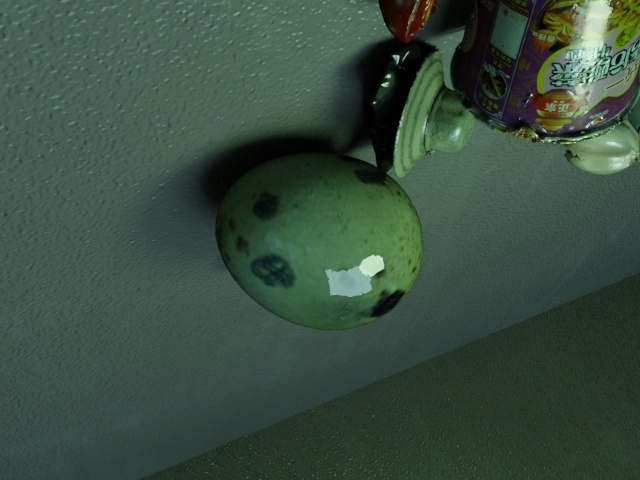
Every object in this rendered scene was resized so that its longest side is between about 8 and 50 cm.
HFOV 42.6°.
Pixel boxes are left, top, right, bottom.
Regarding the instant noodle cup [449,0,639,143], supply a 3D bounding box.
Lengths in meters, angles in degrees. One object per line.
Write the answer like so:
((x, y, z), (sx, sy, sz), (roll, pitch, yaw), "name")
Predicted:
((0.389, -0.364, 1.342), (0.340, 0.340, 0.266), (-22, 147, -12), "instant noodle cup")

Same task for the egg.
((0.000, 0.000, 1.591), (0.428, 0.345, 0.345), (11, 136, -38), "egg")

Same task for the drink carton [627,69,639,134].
((0.728, -0.353, 1.844), (0.185, 0.189, 0.191), (-19, 155, -30), "drink carton")

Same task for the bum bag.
((0.140, -0.239, 1.566), (0.144, 0.095, 0.340), (-52, 160, -15), "bum bag")

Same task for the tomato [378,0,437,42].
((0.142, -0.399, 1.281), (0.159, 0.091, 0.139), (-52, 169, -13), "tomato")

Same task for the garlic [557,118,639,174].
((0.684, -0.258, 2.006), (0.203, 0.184, 0.281), (-3, -169, 32), "garlic")

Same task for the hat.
((0.229, -0.222, 1.517), (0.252, 0.110, 0.252), (19, 90, -73), "hat")
